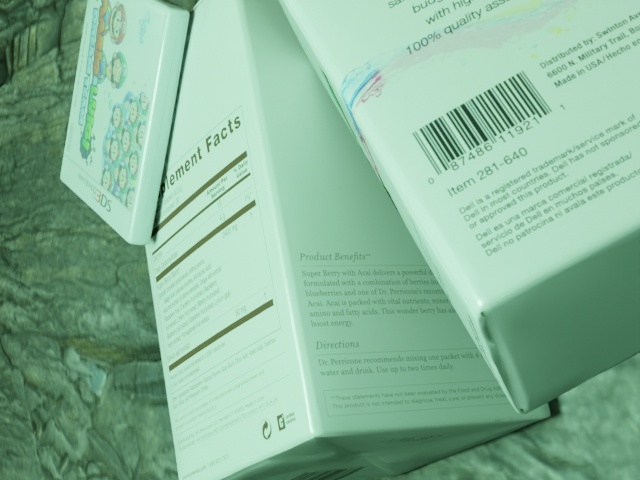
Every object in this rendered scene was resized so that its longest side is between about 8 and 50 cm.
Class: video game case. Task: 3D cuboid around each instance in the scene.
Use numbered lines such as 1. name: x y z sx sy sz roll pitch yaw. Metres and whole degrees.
1. video game case: -0.136 -0.094 0.914 0.143 0.019 0.157 35 118 55

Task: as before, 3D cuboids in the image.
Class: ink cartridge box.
1. ink cartridge box: 0.115 -0.087 0.690 0.201 0.117 0.278 -28 55 1

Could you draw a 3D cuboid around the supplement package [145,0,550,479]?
1. supplement package: 0.000 0.000 0.878 0.175 0.178 0.293 -34 60 52
